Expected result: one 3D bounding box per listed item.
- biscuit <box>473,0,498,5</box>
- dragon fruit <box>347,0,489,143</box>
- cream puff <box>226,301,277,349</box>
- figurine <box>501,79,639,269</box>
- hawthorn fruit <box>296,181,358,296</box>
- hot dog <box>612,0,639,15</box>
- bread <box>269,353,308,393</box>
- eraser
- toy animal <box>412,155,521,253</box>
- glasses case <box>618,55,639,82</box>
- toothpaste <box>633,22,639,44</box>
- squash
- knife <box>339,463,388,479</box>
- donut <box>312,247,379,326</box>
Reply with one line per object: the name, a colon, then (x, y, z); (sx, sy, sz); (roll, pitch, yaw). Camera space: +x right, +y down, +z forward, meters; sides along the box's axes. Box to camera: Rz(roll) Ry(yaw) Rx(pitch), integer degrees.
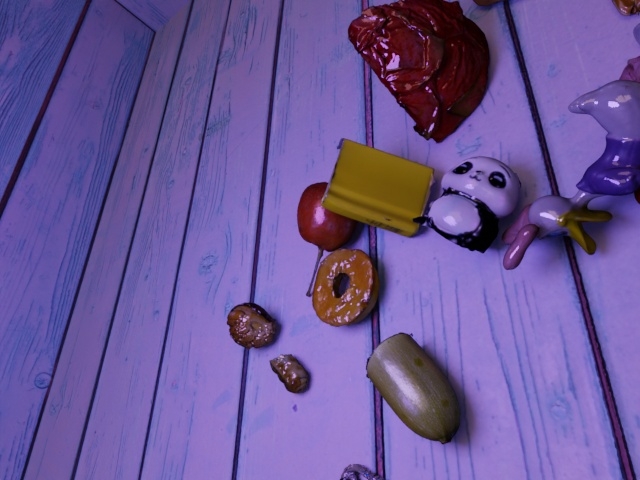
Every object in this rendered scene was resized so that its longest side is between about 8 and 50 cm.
biscuit: (0.491, -0.737, 1.077); (0.312, 0.057, 0.351); (-27, 53, 29)
dragon fruit: (0.197, -0.387, 1.011); (0.240, 0.330, 0.302); (-26, 51, 58)
cream puff: (-0.176, 0.219, 1.115); (0.133, 0.119, 0.104); (32, 51, 18)
figurine: (0.442, -0.118, 0.674); (0.193, 0.154, 0.421); (29, 119, 10)
hawthorn fruit: (0.000, 0.000, 1.063); (0.165, 0.165, 0.285); (14, 88, 46)
hot dog: (0.596, -0.487, 0.862); (0.056, 0.041, 0.133); (-22, 62, 33)
bread: (-0.070, 0.302, 1.016); (0.110, 0.060, 0.066); (37, 109, 47)
eraser: (0.125, -0.114, 0.967); (0.069, 0.226, 0.158); (114, 174, -74)
toy animal: (0.283, -0.078, 0.846); (0.166, 0.138, 0.179); (35, 98, 30)
glasses case: (0.545, -0.252, 0.752); (0.102, 0.070, 0.193); (0, 68, 43)
toothpaste: (0.676, -0.438, 0.755); (0.266, 0.061, 0.096); (-38, 46, 12)
squash: (0.168, 0.267, 0.776); (0.123, 0.123, 0.186); (-49, 43, 10)
knife: (0.172, 0.437, 0.733); (0.365, 0.043, 0.089); (-13, 61, 37)
donut: (0.060, 0.108, 0.992); (0.162, 0.065, 0.178); (11, 79, 40)
